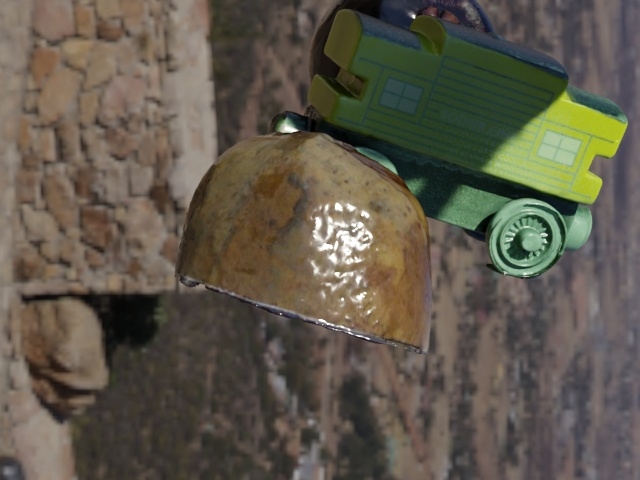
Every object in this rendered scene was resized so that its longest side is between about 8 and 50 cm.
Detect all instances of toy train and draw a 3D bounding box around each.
[{"bbox_3d":[0.164,-0.128,1.638,0.179,0.442,0.272,-124,-128,-67],"label":"toy train"}]

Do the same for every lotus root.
[{"bbox_3d":[0.000,0.000,1.313,0.272,0.272,0.192,35,67,-68],"label":"lotus root"}]

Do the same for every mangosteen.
[{"bbox_3d":[0.109,-0.241,1.893,0.302,0.275,0.275,147,-52,-68],"label":"mangosteen"}]
